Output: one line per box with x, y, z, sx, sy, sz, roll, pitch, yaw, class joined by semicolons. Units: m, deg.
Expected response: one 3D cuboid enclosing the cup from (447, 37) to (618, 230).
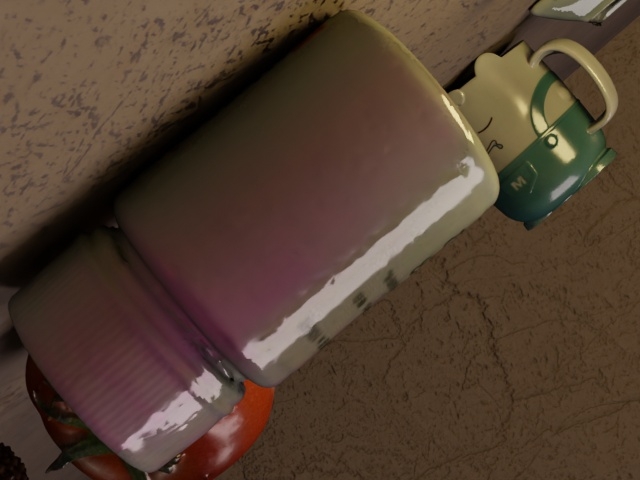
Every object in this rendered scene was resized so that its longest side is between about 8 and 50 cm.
0.334;-0.188;2.002;0.289;0.257;0.219;-44;178;37;cup

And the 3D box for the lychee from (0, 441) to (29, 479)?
-0.404;0.302;1.400;0.188;0.188;0.188;-39;174;-5;lychee

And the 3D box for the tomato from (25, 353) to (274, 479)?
-0.172;0.141;1.297;0.256;0.256;0.224;-45;-170;41;tomato

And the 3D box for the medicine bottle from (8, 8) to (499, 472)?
-0.055;0.002;1.076;0.388;0.219;0.219;-41;175;-2;medicine bottle

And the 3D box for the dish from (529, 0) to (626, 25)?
0.429;-0.386;1.939;0.182;0.080;0.243;-42;175;20;dish
